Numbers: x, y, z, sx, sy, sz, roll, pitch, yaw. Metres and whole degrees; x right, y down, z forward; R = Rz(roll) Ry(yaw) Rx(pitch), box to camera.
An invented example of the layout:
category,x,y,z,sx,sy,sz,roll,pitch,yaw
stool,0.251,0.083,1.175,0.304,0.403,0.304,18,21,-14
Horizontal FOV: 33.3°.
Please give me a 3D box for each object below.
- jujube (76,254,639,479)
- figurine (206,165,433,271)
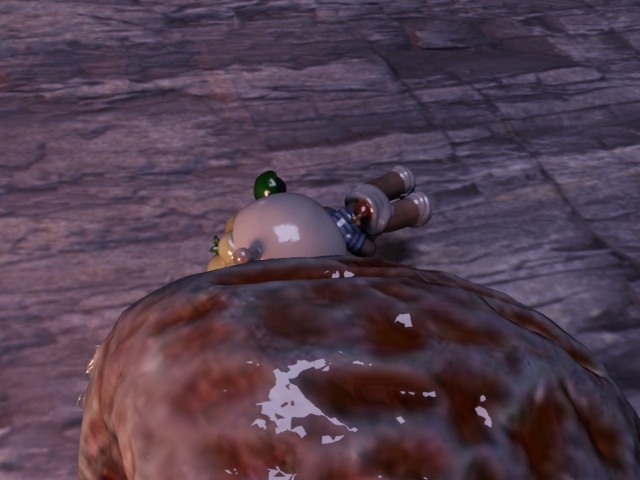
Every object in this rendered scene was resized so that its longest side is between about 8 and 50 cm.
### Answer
category,x,y,z,sx,sy,sz,roll,pitch,yaw
jujube,0.035,0.135,0.557,0.308,0.247,0.215,3,14,-23
figurine,-0.001,0.001,0.854,0.197,0.093,0.147,-20,68,-38
